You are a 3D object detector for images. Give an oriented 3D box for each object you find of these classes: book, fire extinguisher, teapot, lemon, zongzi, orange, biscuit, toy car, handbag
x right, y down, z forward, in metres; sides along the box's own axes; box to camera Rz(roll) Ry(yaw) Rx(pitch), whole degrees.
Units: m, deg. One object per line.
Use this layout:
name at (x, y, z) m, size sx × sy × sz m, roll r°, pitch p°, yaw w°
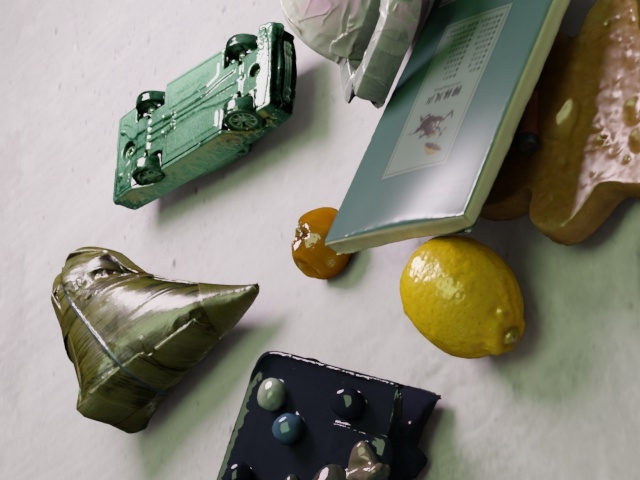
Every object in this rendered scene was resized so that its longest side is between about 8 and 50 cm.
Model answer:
book at (0.147, -0.163, 1.855) m, size 0.264 × 0.031 × 0.379 m, roll -11°, pitch 50°, yaw 59°
fire extinguisher at (0.211, -0.130, 1.773) m, size 0.028 × 0.022 × 0.083 m, roll 107°, pitch 170°, yaw -59°
teapot at (0.045, -0.284, 1.967) m, size 0.178 × 0.163 × 0.221 m, roll -60°, pitch 5°, yaw 49°
lemon at (0.144, 0.059, 1.756) m, size 0.114 × 0.114 × 0.155 m, roll -53°, pitch 50°, yaw 13°
zongzi at (-0.205, 0.062, 2.146) m, size 0.274 × 0.125 × 0.251 m, roll -44°, pitch 49°, yaw 20°
orange at (0.000, 0.000, 1.996) m, size 0.086 × 0.062 × 0.086 m, roll -23°, pitch 54°, yaw 36°
biscuit at (0.257, -0.120, 1.777) m, size 0.355 × 0.052 × 0.275 m, roll -7°, pitch 61°, yaw 49°
toy car at (-0.145, -0.155, 2.222) m, size 0.321 × 0.097 × 0.141 m, roll -27°, pitch 50°, yaw 39°
handbag at (-0.013, 0.284, 1.809) m, size 0.269 × 0.118 × 0.325 m, roll 7°, pitch 77°, yaw 50°
